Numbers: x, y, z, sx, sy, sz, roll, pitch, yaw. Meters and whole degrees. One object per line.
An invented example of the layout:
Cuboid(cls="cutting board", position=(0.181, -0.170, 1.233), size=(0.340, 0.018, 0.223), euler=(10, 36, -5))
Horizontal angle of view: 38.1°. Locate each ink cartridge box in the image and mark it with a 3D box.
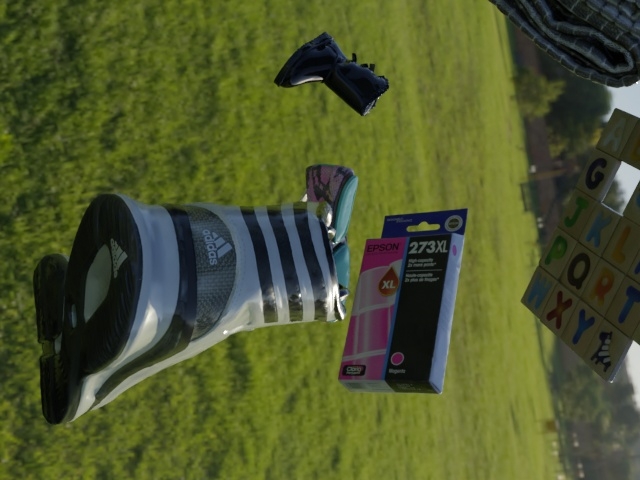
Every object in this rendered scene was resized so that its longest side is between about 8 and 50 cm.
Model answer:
Cuboid(cls="ink cartridge box", position=(0.153, 0.093, 1.660), size=(0.069, 0.175, 0.371), euler=(50, 45, -46))

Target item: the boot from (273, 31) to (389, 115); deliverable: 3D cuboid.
Cuboid(cls="boot", position=(0.015, -0.174, 1.020), size=(0.099, 0.045, 0.121), euler=(42, 42, 1))

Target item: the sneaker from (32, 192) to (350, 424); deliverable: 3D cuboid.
Cuboid(cls="sneaker", position=(-0.122, 0.073, 0.887), size=(0.447, 0.257, 0.169), euler=(-29, -115, 60))

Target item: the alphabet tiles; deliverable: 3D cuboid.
Cuboid(cls="alphabet tiles", position=(0.255, 0.011, 0.744), size=(0.198, 0.009, 0.237), euler=(-67, -159, 14))

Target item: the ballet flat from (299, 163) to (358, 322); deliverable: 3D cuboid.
Cuboid(cls="ballet flat", position=(0.000, 0.000, 1.199), size=(0.077, 0.079, 0.222), euler=(-38, 140, -51))

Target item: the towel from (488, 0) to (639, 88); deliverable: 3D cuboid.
Cuboid(cls="towel", position=(0.263, -0.290, 0.964), size=(0.235, 0.283, 0.121), euler=(-35, 158, -44))
